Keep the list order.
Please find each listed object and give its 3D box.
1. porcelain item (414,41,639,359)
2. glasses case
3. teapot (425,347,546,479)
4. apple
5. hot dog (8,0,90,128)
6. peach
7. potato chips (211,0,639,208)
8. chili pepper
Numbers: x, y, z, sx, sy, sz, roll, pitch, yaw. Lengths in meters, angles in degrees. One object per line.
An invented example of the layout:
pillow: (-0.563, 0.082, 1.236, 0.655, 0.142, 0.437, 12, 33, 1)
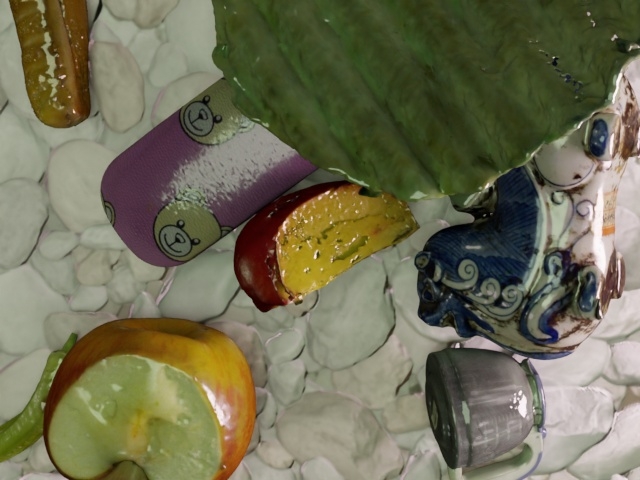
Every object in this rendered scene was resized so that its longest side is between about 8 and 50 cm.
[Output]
porcelain item: (0.189, -0.038, 1.370, 0.186, 0.138, 0.288, 10, 103, 23)
glasses case: (-0.064, -0.097, 1.409, 0.316, 0.076, 0.123, -36, 90, 10)
teapot: (0.160, 0.168, 1.402, 0.108, 0.111, 0.149, -10, 90, -6)
apple: (-0.157, 0.160, 1.410, 0.195, 0.160, 0.173, 9, 94, 7)
hot dog: (-0.266, -0.248, 1.418, 0.068, 0.083, 0.289, -4, 97, 26)
peach: (-0.003, -0.005, 1.388, 0.172, 0.127, 0.092, -31, 90, 5)
potato chips: (0.111, -0.212, 1.290, 0.389, 0.097, 0.373, 31, 84, 28)
chili pepper: (-0.297, 0.181, 1.490, 0.049, 0.043, 0.208, 41, 101, -12)
